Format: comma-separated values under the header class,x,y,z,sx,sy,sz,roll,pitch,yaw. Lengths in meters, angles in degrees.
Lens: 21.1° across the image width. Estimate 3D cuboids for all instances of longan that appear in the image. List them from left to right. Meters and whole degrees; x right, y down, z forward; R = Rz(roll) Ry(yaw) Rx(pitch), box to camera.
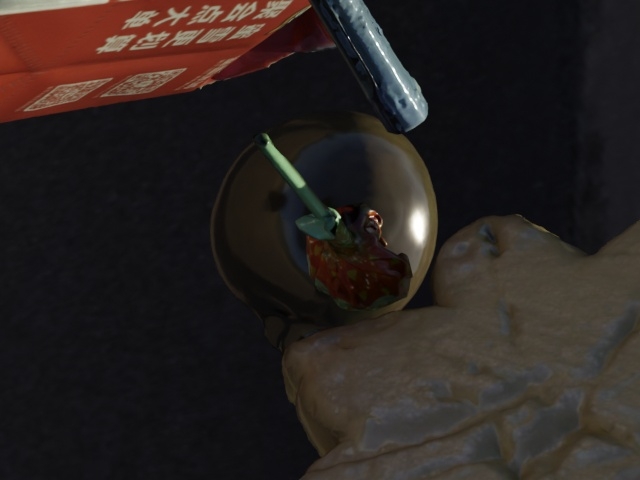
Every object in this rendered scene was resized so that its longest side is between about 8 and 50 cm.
class,x,y,z,sx,sy,sz,roll,pitch,yaw
longan,0.000,0.000,1.315,0.159,0.185,0.204,18,71,-50

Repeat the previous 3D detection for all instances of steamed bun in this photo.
class,x,y,z,sx,sy,sz,roll,pitch,yaw
steamed bun,0.121,0.108,0.738,0.292,0.295,0.137,-60,139,-34

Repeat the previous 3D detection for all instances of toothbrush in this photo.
class,x,y,z,sx,sy,sz,roll,pitch,yaw
toothbrush,-0.019,-0.107,0.454,0.019,0.016,0.219,-31,129,3

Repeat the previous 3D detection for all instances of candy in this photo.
class,x,y,z,sx,sy,sz,roll,pitch,yaw
candy,0.000,-0.010,0.757,0.049,0.055,0.184,-59,157,-7

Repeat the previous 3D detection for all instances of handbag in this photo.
class,x,y,z,sx,sy,sz,roll,pitch,yaw
handbag,-0.101,-0.162,0.812,0.298,0.151,0.171,-16,80,-43
